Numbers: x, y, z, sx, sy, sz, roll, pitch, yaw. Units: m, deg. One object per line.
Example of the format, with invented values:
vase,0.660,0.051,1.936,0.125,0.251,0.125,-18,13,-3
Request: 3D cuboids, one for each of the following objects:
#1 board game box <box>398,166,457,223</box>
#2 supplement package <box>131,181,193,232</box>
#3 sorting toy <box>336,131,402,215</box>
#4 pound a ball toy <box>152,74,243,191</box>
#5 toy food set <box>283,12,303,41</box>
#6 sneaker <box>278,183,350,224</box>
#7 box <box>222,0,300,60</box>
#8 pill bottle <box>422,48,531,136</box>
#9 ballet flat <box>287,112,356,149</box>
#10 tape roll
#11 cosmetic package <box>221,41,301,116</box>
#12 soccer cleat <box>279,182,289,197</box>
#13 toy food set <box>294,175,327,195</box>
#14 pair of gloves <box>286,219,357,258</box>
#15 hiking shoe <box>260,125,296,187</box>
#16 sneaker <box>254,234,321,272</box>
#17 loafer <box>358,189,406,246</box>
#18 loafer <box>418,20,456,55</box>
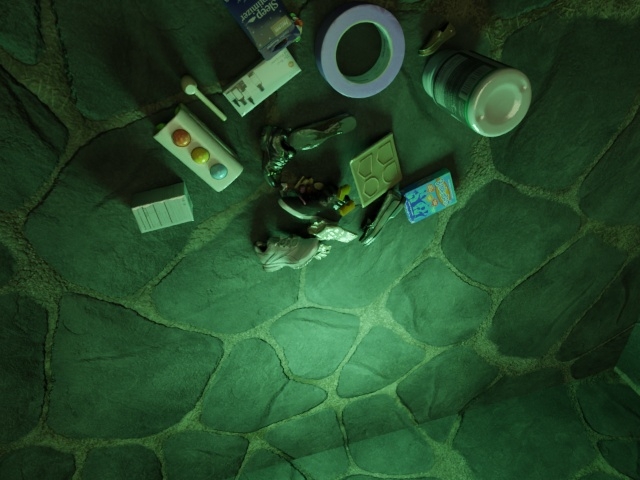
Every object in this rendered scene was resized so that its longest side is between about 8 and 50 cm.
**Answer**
board game box,0.439,-0.181,1.856,0.210,0.047,0.160,-27,127,1
supplement package,-0.538,-0.114,1.558,0.179,0.105,0.105,-15,127,-7
sorting toy,0.170,-0.237,1.686,0.307,0.041,0.229,-36,132,-19
pound a ball toy,-0.373,-0.329,1.444,0.208,0.136,0.319,-39,126,10
toy food set,-0.094,-0.646,1.385,0.083,0.020,0.083,-8,125,-13
sneaker,-0.014,-0.154,1.682,0.296,0.104,0.147,11,123,-40
box,-0.172,-0.653,1.312,0.136,0.036,0.225,-36,112,8
pill bottle,0.483,-0.490,1.461,0.204,0.361,0.204,-8,125,-12
ballet flat,0.003,-0.384,1.582,0.250,0.058,0.084,-20,132,3
tape roll,0.123,-0.602,1.443,0.275,0.090,0.275,-9,126,-12
cosmetic package,-0.186,-0.505,1.429,0.239,0.060,0.099,-36,127,9
soccer cleat,-0.138,-0.176,1.692,0.036,0.029,0.083,7,118,-11
toy food set,-0.040,-0.200,1.712,0.122,0.019,0.078,25,113,-38
pair of gloves,0.000,0.000,1.779,0.204,0.042,0.240,23,142,-40
hiking shoe,-0.141,-0.279,1.563,0.114,0.086,0.227,5,126,10
sneaker,-0.134,0.038,1.733,0.297,0.111,0.129,-16,123,31
loafer,0.230,-0.094,1.828,0.084,0.096,0.267,33,116,-13
loafer,0.378,-0.667,1.502,0.148,0.056,0.050,-39,126,-1
